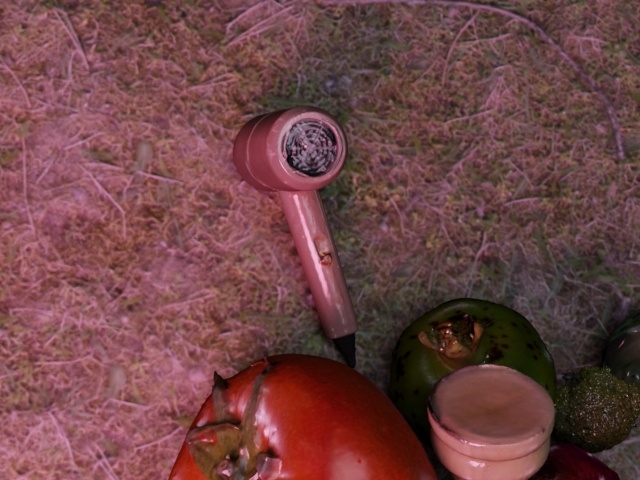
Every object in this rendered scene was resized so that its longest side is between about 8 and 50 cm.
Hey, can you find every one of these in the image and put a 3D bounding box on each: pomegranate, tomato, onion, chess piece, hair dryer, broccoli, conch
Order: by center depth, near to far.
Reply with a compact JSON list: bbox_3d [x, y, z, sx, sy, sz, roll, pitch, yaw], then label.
[{"bbox_3d":[-0.021,0.307,1.530,0.272,0.341,0.341,32,69,-38],"label":"tomato"},{"bbox_3d":[0.193,0.283,1.541,0.142,0.261,0.143,-2,35,1],"label":"chess piece"},{"bbox_3d":[0.184,0.158,1.638,0.211,0.263,0.211,-7,53,9],"label":"pomegranate"},{"bbox_3d":[0.324,0.321,1.658,0.173,0.198,0.135,38,65,-22],"label":"onion"},{"bbox_3d":[0.000,0.000,1.674,0.106,0.189,0.344,-21,98,-17],"label":"hair dryer"},{"bbox_3d":[0.354,0.218,1.734,0.131,0.130,0.120,3,36,-6],"label":"broccoli"},{"bbox_3d":[0.483,0.159,1.772,0.176,0.122,0.188,-44,88,0],"label":"conch"}]
